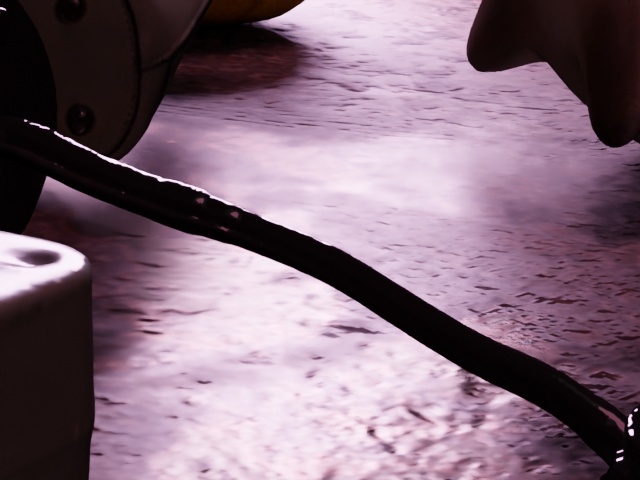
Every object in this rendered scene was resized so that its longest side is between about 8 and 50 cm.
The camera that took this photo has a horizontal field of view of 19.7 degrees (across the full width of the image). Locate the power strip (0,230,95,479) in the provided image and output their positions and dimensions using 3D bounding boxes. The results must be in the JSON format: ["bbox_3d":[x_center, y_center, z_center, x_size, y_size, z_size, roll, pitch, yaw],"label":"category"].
[{"bbox_3d":[-0.204,0.029,0.390,0.229,0.141,0.261,10,17,25],"label":"power strip"}]

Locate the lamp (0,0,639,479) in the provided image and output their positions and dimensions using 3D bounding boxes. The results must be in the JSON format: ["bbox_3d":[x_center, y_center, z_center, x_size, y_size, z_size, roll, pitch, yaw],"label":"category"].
[{"bbox_3d":[-0.016,0.033,0.549,0.371,0.108,0.130,31,17,27],"label":"lamp"}]

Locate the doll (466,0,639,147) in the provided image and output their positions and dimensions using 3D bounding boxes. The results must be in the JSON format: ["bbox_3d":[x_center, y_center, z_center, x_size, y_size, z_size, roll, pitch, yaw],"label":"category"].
[{"bbox_3d":[0.267,-0.148,0.827,0.370,0.226,0.215,-3,23,-18],"label":"doll"}]

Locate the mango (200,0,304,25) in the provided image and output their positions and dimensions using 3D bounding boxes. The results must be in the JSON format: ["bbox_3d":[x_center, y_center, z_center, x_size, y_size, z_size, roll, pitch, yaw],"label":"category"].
[{"bbox_3d":[-0.064,-0.188,1.092,0.157,0.109,0.262,8,35,3],"label":"mango"}]

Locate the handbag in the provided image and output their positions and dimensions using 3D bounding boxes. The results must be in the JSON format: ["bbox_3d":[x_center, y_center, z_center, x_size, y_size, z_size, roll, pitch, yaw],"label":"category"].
[{"bbox_3d":[-0.159,-0.138,0.858,0.241,0.109,0.315,3,28,0],"label":"handbag"}]
